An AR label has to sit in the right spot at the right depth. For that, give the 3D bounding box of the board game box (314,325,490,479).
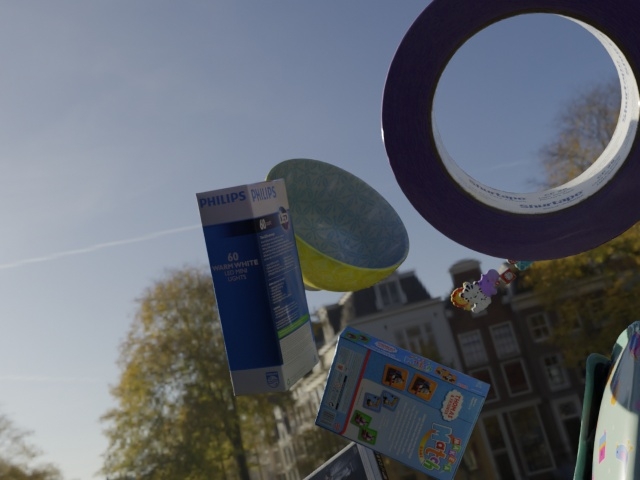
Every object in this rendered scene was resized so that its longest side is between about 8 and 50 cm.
[{"bbox_3d":[0.109,0.230,1.098,0.211,0.160,0.039,22,27,15],"label":"board game box"}]

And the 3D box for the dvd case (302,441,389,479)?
[{"bbox_3d":[0.034,0.493,1.458,0.029,0.179,0.239,30,-63,-38],"label":"dvd case"}]

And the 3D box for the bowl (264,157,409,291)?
[{"bbox_3d":[0.000,0.000,1.440,0.289,0.289,0.156,0,-43,-39],"label":"bowl"}]

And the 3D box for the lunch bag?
[{"bbox_3d":[0.347,0.220,0.800,0.160,0.223,0.262,9,-17,9],"label":"lunch bag"}]

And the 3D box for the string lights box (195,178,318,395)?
[{"bbox_3d":[-0.077,0.055,1.025,0.077,0.259,0.133,-9,4,19],"label":"string lights box"}]

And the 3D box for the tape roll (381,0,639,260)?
[{"bbox_3d":[0.198,-0.123,0.745,0.275,0.275,0.090,-18,12,14],"label":"tape roll"}]

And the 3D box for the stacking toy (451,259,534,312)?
[{"bbox_3d":[0.337,0.050,1.435,0.221,0.052,0.167,-39,-5,2],"label":"stacking toy"}]
